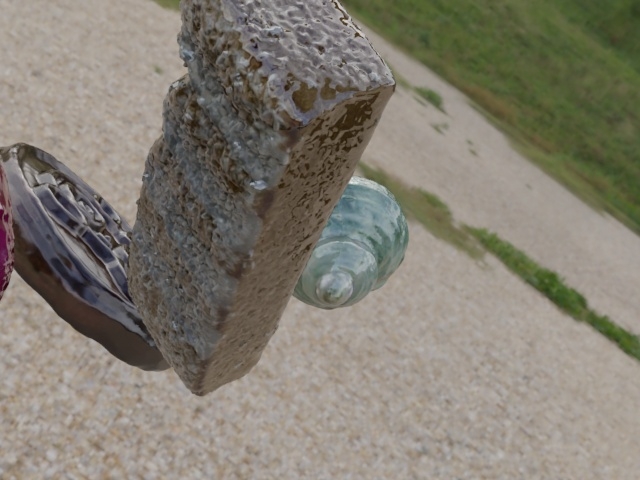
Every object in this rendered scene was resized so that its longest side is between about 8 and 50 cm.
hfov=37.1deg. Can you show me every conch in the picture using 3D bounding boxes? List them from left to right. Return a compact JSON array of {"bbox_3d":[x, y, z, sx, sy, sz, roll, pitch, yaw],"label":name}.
[{"bbox_3d":[0.000,0.000,1.166,0.220,0.195,0.277,10,27,-17],"label":"conch"}]

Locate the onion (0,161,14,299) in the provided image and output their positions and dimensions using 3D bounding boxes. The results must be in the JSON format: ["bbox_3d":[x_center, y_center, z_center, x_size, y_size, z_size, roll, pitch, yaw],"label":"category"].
[{"bbox_3d":[-0.418,0.003,0.632,0.398,0.398,0.420,32,0,-14],"label":"onion"}]

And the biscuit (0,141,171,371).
[{"bbox_3d":[-0.331,0.016,1.396,0.407,0.091,0.407,47,4,-4],"label":"biscuit"}]

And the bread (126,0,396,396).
[{"bbox_3d":[-0.077,-0.034,0.807,0.113,0.416,0.165,-17,61,-30],"label":"bread"}]
